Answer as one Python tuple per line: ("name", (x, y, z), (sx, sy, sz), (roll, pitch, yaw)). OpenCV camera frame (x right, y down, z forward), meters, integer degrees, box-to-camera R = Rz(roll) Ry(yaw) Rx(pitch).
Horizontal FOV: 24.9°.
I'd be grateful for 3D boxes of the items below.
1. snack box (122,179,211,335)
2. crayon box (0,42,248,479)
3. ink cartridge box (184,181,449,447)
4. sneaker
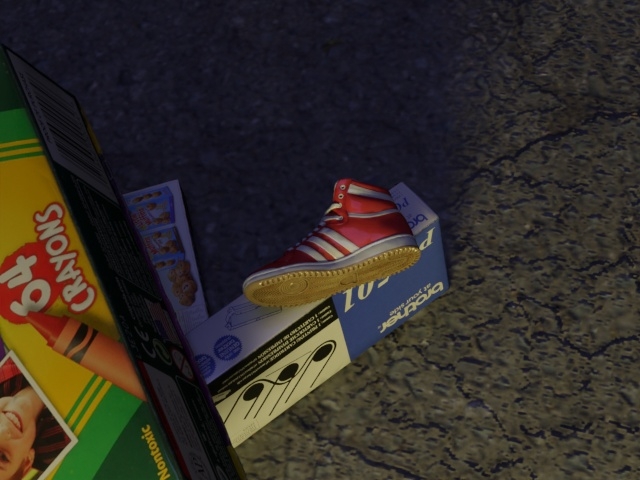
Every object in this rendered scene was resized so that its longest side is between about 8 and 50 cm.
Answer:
("snack box", (-0.120, 0.035, 1.086), (0.064, 0.022, 0.178), (-16, 56, 1))
("crayon box", (-0.249, 0.103, 0.953), (0.313, 0.106, 0.363), (-35, 58, 11))
("ink cartridge box", (-0.006, 0.054, 1.007), (0.207, 0.097, 0.046), (-36, 58, -12))
("sneaker", (0.000, 0.000, 0.956), (0.119, 0.042, 0.067), (-15, 60, -9))
